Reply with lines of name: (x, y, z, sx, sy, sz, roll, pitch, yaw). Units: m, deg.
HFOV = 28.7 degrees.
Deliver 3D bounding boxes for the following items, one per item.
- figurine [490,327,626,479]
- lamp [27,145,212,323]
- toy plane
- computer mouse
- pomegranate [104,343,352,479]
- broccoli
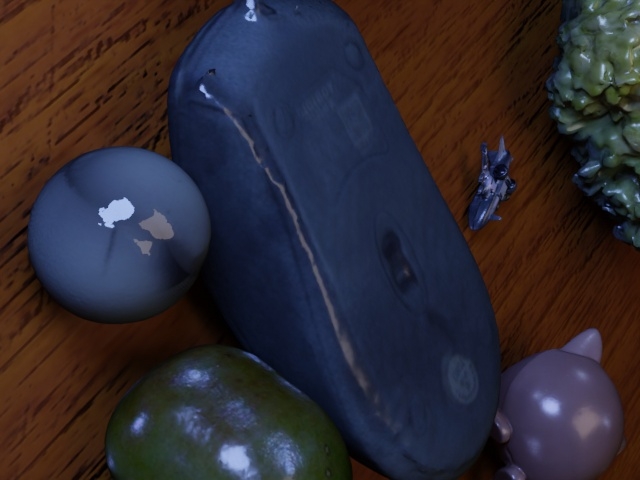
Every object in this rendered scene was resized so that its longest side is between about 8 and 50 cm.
figurine: (0.197, 0.152, 1.062, 0.138, 0.125, 0.125, -26, 110, -27)
lamp: (-0.115, -0.003, 0.723, 0.105, 0.105, 0.105, -1, 91, -47)
toy plane: (0.146, -0.045, 1.060, 0.078, 0.031, 0.083, 50, 53, -51)
computer mouse: (0.000, 0.000, 0.837, 0.188, 0.122, 0.371, -46, 118, -49)
pomegranate: (-0.076, 0.154, 0.743, 0.191, 0.152, 0.131, -38, 156, -36)
broccoli: (0.366, -0.154, 1.113, 0.293, 0.281, 0.348, -51, 125, -33)
